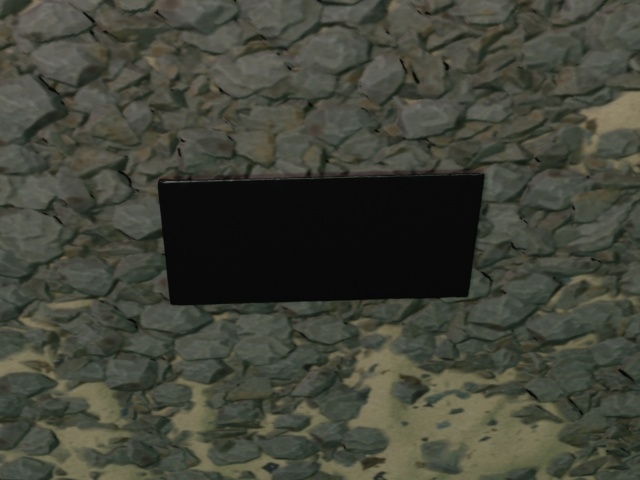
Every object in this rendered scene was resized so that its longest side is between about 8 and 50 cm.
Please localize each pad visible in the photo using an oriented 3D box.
[{"bbox_3d":[0.000,0.000,1.389,0.246,0.006,0.170,-1,145,-1],"label":"pad"}]
